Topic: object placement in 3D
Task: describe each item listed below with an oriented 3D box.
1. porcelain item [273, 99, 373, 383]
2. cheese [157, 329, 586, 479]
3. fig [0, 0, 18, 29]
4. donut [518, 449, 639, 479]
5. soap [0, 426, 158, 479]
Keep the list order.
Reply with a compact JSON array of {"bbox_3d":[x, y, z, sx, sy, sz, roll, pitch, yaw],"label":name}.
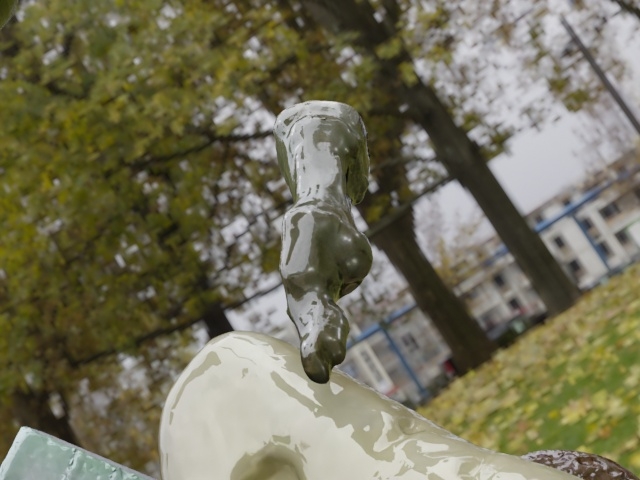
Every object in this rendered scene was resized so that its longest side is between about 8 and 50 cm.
[{"bbox_3d":[0.000,0.000,0.842,0.069,0.215,0.081,-2,-47,3],"label":"porcelain item"},{"bbox_3d":[0.033,0.178,0.844,0.351,0.328,0.129,-36,-31,24],"label":"cheese"},{"bbox_3d":[-0.452,-0.339,1.545,0.181,0.181,0.191,-26,-19,-26],"label":"fig"},{"bbox_3d":[0.280,0.366,1.450,0.270,0.269,0.103,-28,-27,-17],"label":"donut"},{"bbox_3d":[-0.136,0.387,1.213,0.156,0.446,0.261,121,172,-51],"label":"soap"}]
